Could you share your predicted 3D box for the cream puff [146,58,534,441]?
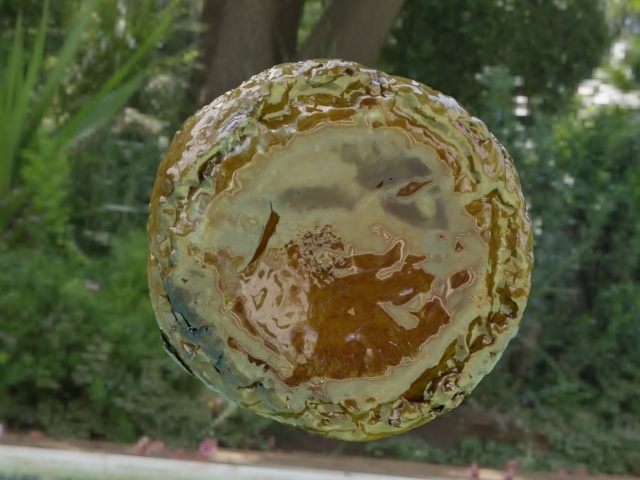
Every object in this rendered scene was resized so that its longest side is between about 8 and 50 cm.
[{"bbox_3d":[0.000,0.000,0.659,0.183,0.183,0.169,6,3,-9],"label":"cream puff"}]
